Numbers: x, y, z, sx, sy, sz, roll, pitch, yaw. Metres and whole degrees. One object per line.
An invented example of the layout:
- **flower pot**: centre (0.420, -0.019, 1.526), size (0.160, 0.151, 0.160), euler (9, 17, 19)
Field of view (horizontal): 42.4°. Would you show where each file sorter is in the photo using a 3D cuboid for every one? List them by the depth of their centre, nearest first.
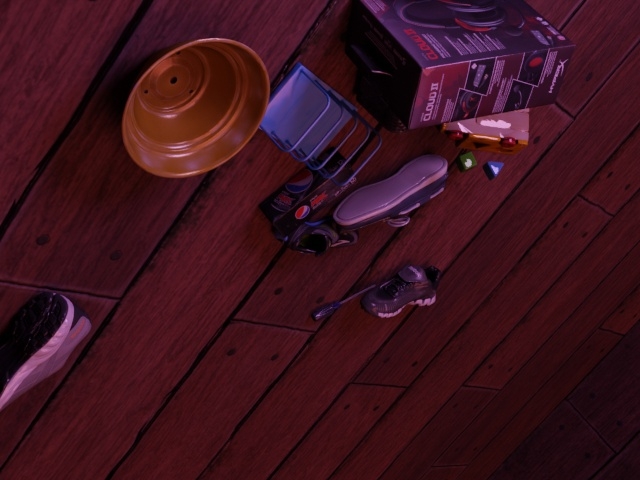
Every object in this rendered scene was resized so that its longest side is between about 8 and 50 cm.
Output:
- **file sorter**: centre (0.000, -0.174, 1.307), size (0.118, 0.104, 0.170), euler (-48, 145, 12)

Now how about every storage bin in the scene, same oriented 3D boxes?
- **storage bin**: centre (0.162, -0.257, 1.349), size (0.180, 0.122, 0.084), euler (-20, 140, -26)

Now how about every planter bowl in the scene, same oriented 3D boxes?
- **planter bowl**: centre (-0.184, -0.198, 1.123), size (0.217, 0.090, 0.217), euler (-25, 143, -21)

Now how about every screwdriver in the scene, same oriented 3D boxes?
- **screwdriver**: centre (0.050, 0.131, 1.767), size (0.169, 0.024, 0.025), euler (-25, 172, -31)

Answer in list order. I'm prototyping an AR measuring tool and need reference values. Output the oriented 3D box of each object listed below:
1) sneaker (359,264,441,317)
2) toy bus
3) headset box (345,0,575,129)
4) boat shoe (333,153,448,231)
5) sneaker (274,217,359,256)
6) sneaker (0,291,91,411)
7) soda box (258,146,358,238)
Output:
- **sneaker**: centre (0.180, 0.100, 1.803), size (0.234, 0.078, 0.106), euler (-9, 132, -41)
- **toy bus**: centre (0.281, -0.214, 1.516), size (0.191, 0.202, 0.104), euler (-38, 176, -15)
- **headset box**: centre (0.190, -0.285, 1.240), size (0.293, 0.218, 0.110), euler (-12, 137, -21)
- **boat shoe**: centre (0.136, -0.076, 1.555), size (0.254, 0.095, 0.079), euler (-34, 134, -25)
- **sneaker**: centre (0.000, 0.000, 1.519), size (0.188, 0.078, 0.067), euler (1, 128, -44)
- **sneaker**: centre (-0.468, 0.201, 1.296), size (0.271, 0.100, 0.108), euler (-42, 150, 3)
- **soda box**: centre (-0.021, -0.083, 1.432), size (0.169, 0.053, 0.060), euler (-38, 144, -3)
